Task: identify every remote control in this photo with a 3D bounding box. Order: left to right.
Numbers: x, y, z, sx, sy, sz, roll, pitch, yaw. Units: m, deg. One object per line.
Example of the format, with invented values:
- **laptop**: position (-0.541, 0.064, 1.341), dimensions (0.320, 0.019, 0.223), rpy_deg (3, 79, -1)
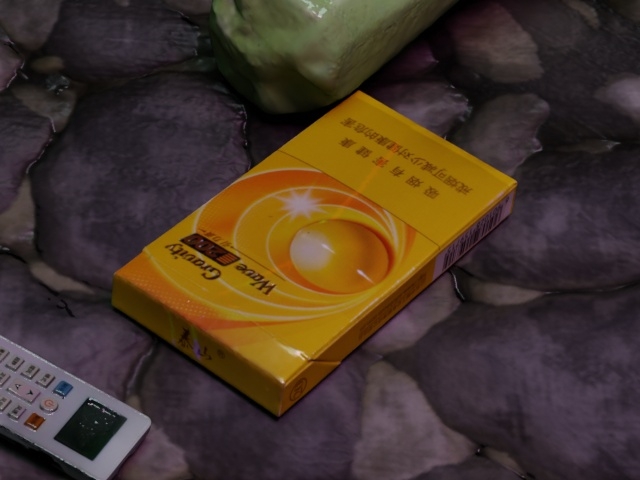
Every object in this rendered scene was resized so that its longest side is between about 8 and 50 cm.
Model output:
- **remote control**: position (-0.192, 0.101, 1.239), dimensions (0.166, 0.029, 0.065), rpy_deg (27, 46, 13)

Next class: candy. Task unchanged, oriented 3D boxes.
- **candy**: position (0.061, -0.218, 1.516), dimensions (0.132, 0.142, 0.343), rpy_deg (35, 54, 25)

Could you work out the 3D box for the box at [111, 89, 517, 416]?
- **box**: position (0.000, 0.000, 1.355), dimensions (0.152, 0.043, 0.269), rpy_deg (30, 48, 24)
